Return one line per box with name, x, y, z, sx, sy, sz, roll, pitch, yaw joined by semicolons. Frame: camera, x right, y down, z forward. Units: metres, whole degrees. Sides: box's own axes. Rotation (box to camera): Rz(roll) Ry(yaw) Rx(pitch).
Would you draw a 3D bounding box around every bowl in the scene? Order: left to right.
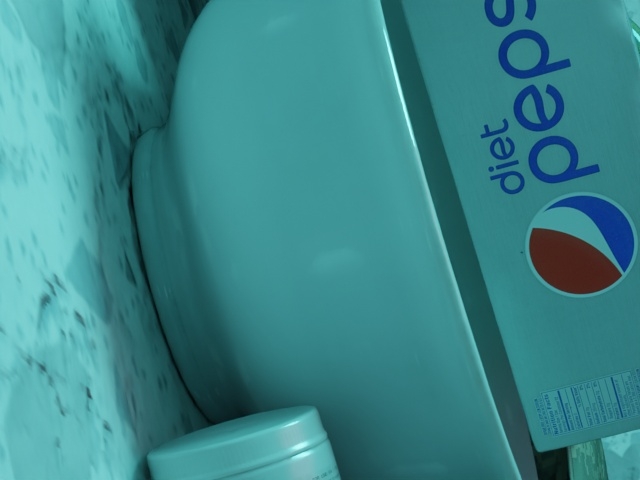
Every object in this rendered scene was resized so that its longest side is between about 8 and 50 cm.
bowl;0.000;0.000;0.809;0.298;0.134;0.298;-15;90;-82

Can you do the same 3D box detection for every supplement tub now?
supplement tub;-0.019;0.122;0.670;0.071;0.071;0.107;-22;97;-82

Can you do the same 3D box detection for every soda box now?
soda box;0.098;-0.058;0.787;0.098;0.091;0.286;-80;153;-70

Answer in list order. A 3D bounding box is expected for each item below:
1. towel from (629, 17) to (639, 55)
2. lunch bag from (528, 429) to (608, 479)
towel;0.086;-0.075;0.949;0.370;0.040;0.271;48;-24;3
lunch bag;0.102;0.124;1.175;0.235;0.169;0.287;51;20;-72
